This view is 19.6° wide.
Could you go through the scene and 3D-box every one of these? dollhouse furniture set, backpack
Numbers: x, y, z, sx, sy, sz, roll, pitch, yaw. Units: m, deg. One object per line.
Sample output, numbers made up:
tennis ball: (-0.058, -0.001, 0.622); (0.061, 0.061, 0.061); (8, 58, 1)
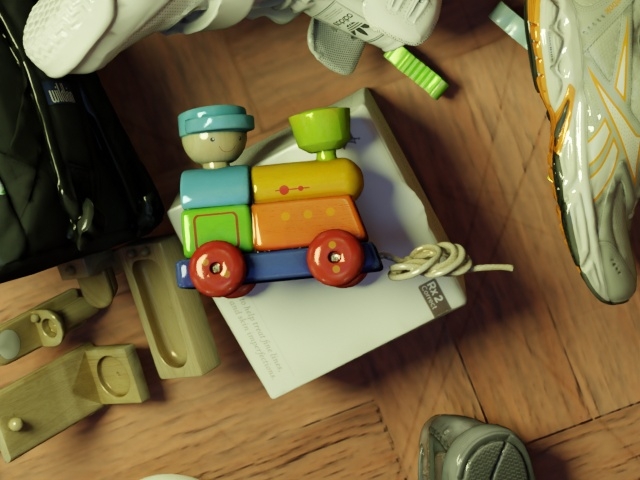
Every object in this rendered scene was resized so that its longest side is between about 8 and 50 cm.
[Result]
dollhouse furniture set: (-0.184, 0.087, 1.484); (0.151, 0.123, 0.144); (-7, 105, 41)
backpack: (-0.299, -0.142, 1.403); (0.273, 0.290, 0.355); (-12, 95, 19)

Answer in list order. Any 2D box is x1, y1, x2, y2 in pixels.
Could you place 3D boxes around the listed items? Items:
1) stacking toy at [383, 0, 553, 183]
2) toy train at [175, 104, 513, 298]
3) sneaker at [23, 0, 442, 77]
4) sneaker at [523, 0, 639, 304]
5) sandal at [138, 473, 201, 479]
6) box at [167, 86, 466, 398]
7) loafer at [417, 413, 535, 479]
stacking toy: (0.188, -0.146, 1.490); (0.221, 0.052, 0.167); (37, 101, -5)
toy train: (0.013, -0.036, 1.381); (0.248, 0.105, 0.143); (-6, 88, 4)
sneaker: (-0.038, -0.192, 1.375); (0.366, 0.137, 0.210); (-46, 105, -28)
sneaker: (0.235, -0.080, 1.431); (0.121, 0.099, 0.262); (-10, 102, 2)
sandal: (-0.156, 0.407, 1.597); (0.169, 0.102, 0.416); (3, 103, 2)
box: (0.000, 0.000, 1.494); (0.182, 0.119, 0.181); (-27, 100, 7)
loafer: (0.136, 0.289, 1.581); (0.109, 0.095, 0.302); (-13, 108, -26)
